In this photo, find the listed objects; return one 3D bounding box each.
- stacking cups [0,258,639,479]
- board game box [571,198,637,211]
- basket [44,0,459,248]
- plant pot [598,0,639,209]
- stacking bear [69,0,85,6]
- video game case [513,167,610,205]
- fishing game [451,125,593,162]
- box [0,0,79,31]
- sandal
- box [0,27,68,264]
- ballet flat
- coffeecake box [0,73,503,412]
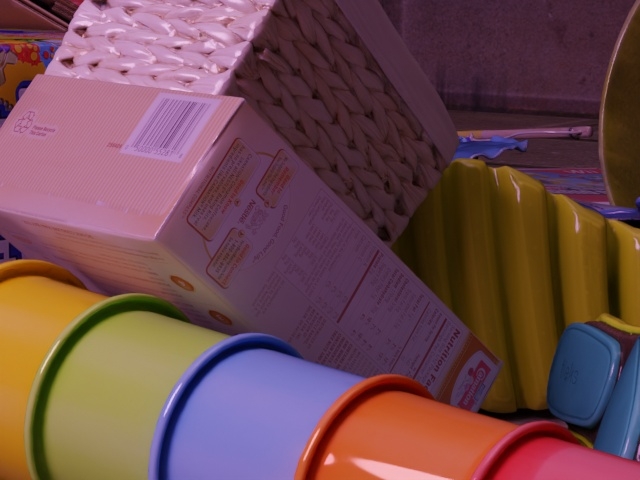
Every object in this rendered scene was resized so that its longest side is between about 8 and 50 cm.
[{"bbox_3d":[-0.003,0.080,0.650,0.316,0.096,0.096,13,13,38],"label":"stacking cups"},{"bbox_3d":[0.000,0.000,1.278,0.318,0.066,0.318,-4,10,-38],"label":"board game box"},{"bbox_3d":[-0.030,-0.060,0.848,0.113,0.103,0.167,15,-25,37],"label":"basket"},{"bbox_3d":[0.394,-0.070,1.312,0.293,0.275,0.275,15,-1,-35],"label":"plant pot"},{"bbox_3d":[-0.139,-0.142,1.459,0.164,0.289,0.175,-5,10,-41],"label":"stacking bear"},{"bbox_3d":[0.250,-0.043,1.811,0.204,0.025,0.285,-1,8,-20],"label":"video game case"},{"bbox_3d":[0.039,-0.041,1.212,0.189,0.041,0.264,-1,10,39],"label":"fishing game"},{"bbox_3d":[-0.171,-0.105,1.232,0.164,0.021,0.201,29,-22,-18],"label":"box"},{"bbox_3d":[0.131,0.027,0.978,0.317,0.126,0.138,6,-3,-12],"label":"sandal"},{"bbox_3d":[-0.181,-0.021,0.992,0.290,0.177,0.279,7,10,35],"label":"box"},{"bbox_3d":[0.144,0.074,0.778,0.077,0.077,0.231,18,6,-1],"label":"ballet flat"},{"bbox_3d":[-0.036,0.017,0.783,0.142,0.068,0.185,11,-27,48],"label":"coffeecake box"}]
